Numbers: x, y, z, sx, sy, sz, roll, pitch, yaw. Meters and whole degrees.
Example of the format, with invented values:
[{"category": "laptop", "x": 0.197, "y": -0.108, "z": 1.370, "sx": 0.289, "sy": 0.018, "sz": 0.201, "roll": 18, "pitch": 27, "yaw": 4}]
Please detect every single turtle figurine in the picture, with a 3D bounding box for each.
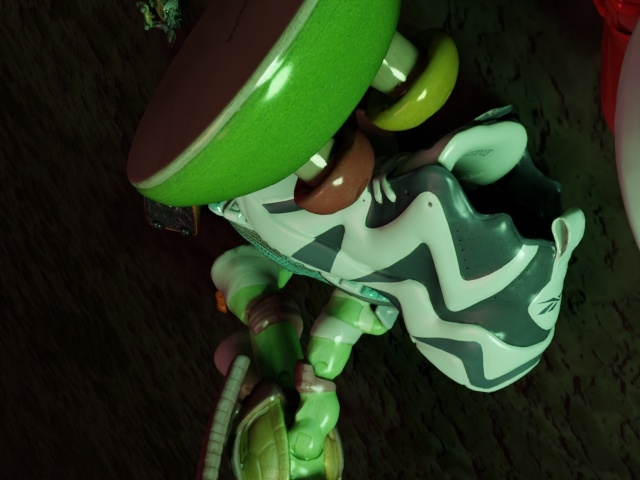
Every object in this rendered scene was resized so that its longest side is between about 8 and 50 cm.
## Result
[{"category": "turtle figurine", "x": 0.026, "y": 0.116, "z": 0.844, "sx": 0.198, "sy": 0.274, "sz": 0.266, "roll": 50, "pitch": -177, "yaw": -39}]

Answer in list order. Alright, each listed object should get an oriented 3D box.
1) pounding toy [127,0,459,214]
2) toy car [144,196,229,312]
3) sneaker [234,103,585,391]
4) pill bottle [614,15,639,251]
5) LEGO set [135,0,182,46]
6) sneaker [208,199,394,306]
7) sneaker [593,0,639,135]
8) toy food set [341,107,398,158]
[{"category": "pounding toy", "x": 0.014, "y": -0.097, "z": 0.555, "sx": 0.110, "sy": 0.237, "sz": 0.183, "roll": 35, "pitch": 166, "yaw": -21}, {"category": "toy car", "x": -0.112, "y": 0.004, "z": 1.011, "sx": 0.060, "sy": 0.040, "sz": 0.122, "roll": -6, "pitch": 113, "yaw": 37}, {"category": "sneaker", "x": 0.050, "y": -0.037, "z": 0.642, "sx": 0.235, "sy": 0.094, "sz": 0.153, "roll": 43, "pitch": 136, "yaw": 24}, {"category": "pill bottle", "x": 0.230, "y": -0.038, "z": 0.283, "sx": 0.283, "sy": 0.160, "sz": 0.160, "roll": -5, "pitch": 114, "yaw": 60}, {"category": "LEGO set", "x": -0.120, "y": -0.180, "z": 0.860, "sx": 0.083, "sy": 0.023, "sz": 0.054, "roll": 43, "pitch": 150, "yaw": 51}, {"category": "sneaker", "x": 0.000, "y": 0.000, "z": 0.773, "sx": 0.166, "sy": 0.065, "sz": 0.076, "roll": 31, "pitch": 163, "yaw": 25}, {"category": "sneaker", "x": 0.100, "y": -0.123, "z": 0.422, "sx": 0.087, "sy": 0.128, "sz": 0.221, "roll": -124, "pitch": 25, "yaw": -50}, {"category": "toy food set", "x": -0.009, "y": -0.066, "z": 0.787, "sx": 0.192, "sy": 0.038, "sz": 0.132, "roll": 18, "pitch": 140, "yaw": 36}]
